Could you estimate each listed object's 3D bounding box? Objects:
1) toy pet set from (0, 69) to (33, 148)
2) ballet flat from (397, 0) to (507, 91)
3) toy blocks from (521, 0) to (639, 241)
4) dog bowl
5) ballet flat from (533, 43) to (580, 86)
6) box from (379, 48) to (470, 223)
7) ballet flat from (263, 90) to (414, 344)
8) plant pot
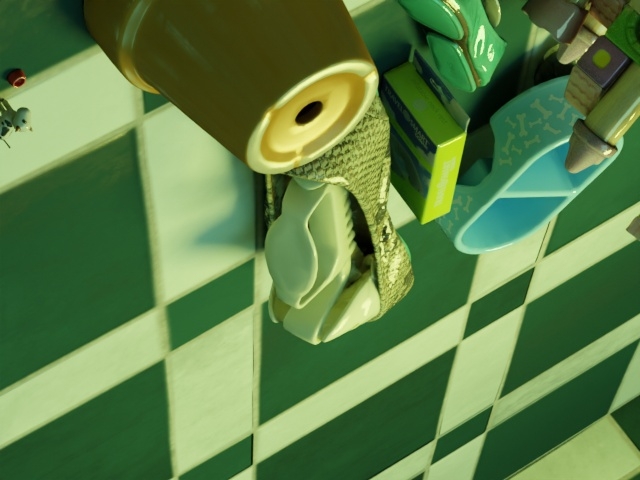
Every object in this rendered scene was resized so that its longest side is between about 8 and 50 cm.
[{"bbox_3d":[-0.292,-0.074,1.337,0.122,0.065,0.114,-9,144,-46],"label":"toy pet set"},{"bbox_3d":[0.133,-0.232,1.641,0.087,0.083,0.247,-60,158,-8],"label":"ballet flat"},{"bbox_3d":[0.315,-0.181,1.699,0.260,0.288,0.309,-51,156,17],"label":"toy blocks"},{"bbox_3d":[0.247,-0.083,1.984,0.166,0.074,0.297,-2,148,-36],"label":"dog bowl"},{"bbox_3d":[0.283,-0.188,1.962,0.173,0.057,0.049,79,26,-65],"label":"ballet flat"},{"bbox_3d":[0.105,-0.108,1.767,0.042,0.109,0.178,-27,154,-18],"label":"box"},{"bbox_3d":[0.000,0.000,1.733,0.483,0.164,0.182,79,28,-62],"label":"ballet flat"},{"bbox_3d":[-0.058,-0.163,1.343,0.205,0.188,0.205,-30,155,-15],"label":"plant pot"}]
